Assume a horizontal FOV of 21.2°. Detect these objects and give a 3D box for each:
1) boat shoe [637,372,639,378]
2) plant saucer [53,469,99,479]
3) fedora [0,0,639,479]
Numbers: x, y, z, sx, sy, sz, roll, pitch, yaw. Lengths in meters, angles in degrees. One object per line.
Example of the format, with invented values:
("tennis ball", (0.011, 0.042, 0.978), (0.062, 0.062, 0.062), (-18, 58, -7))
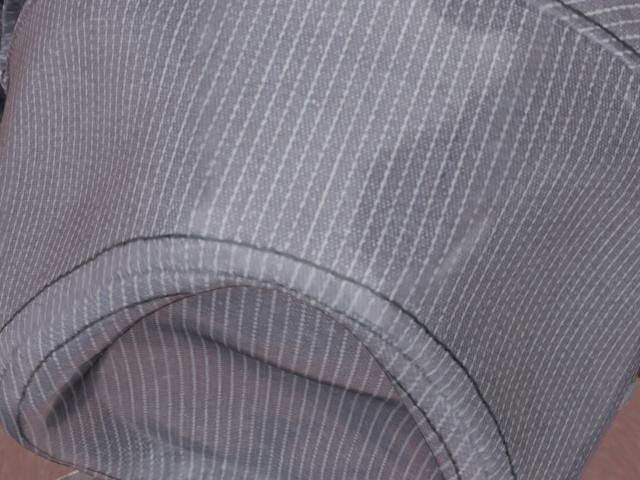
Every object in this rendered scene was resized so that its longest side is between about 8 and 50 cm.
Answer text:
("boat shoe", (0.125, 0.010, 0.891), (0.111, 0.307, 0.104), (-32, 132, -31))
("plant saucer", (-0.165, 0.267, 1.334), (0.310, 0.310, 0.050), (-27, 60, -3))
("fedora", (0.000, 0.000, 0.410), (0.244, 0.275, 0.124), (20, 64, -3))
